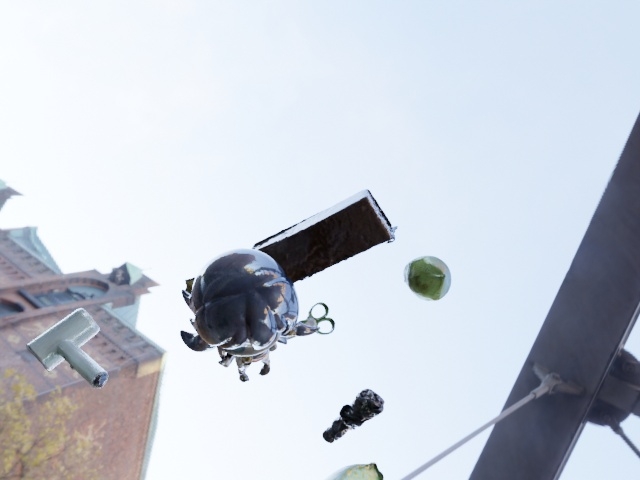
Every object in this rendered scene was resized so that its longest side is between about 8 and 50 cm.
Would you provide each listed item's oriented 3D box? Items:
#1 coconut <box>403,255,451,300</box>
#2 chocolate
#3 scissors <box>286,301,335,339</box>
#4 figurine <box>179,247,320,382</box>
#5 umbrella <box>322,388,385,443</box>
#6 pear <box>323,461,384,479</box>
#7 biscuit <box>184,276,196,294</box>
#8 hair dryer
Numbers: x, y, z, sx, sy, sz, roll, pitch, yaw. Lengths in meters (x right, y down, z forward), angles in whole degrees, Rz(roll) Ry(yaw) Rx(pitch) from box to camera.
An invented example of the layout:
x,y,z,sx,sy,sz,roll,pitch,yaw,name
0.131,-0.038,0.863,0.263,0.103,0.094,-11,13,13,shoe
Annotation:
x,y,z,sx,sy,sz,roll,pitch,yaw,name
0.201,0.070,0.902,0.096,0.088,0.087,-21,-98,66,coconut
0.000,0.000,1.043,0.321,0.112,0.112,-24,-77,13,chocolate
-0.051,0.258,1.433,0.101,0.204,0.027,65,-31,9,scissors
-0.125,0.124,0.786,0.197,0.175,0.265,48,-35,6,figurine
0.071,0.465,1.250,0.080,0.071,0.224,35,-56,-7,umbrella
0.026,0.621,0.835,0.318,0.239,0.342,-52,-131,25,pear
-0.193,0.164,1.133,0.187,0.273,0.036,-6,-126,12,biscuit
-0.488,0.227,0.981,0.236,0.131,0.073,17,-42,41,hair dryer
